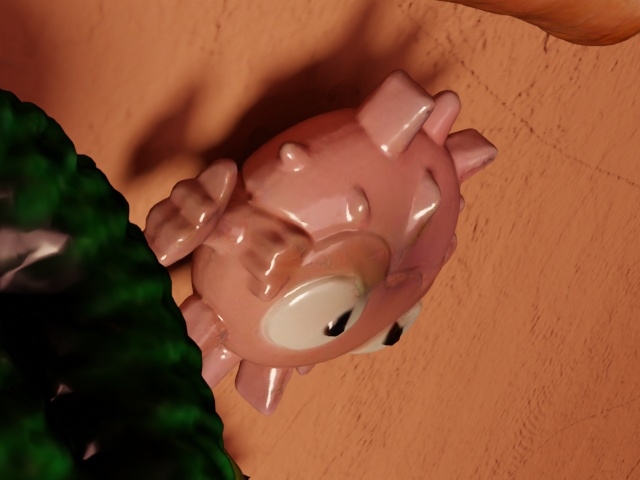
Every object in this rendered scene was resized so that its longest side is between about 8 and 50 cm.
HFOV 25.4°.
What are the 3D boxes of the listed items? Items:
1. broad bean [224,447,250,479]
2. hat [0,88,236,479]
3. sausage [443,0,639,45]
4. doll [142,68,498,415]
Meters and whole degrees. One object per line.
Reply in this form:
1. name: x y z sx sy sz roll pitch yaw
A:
1. broad bean: -0.113 0.113 0.759 0.077 0.061 0.339 -57 149 -8
2. hat: -0.209 0.107 0.504 0.332 0.274 0.242 -33 155 18
3. sausage: 0.058 -0.157 0.699 0.419 0.094 0.094 -2 107 -51
4. doll: 0.000 0.000 0.767 0.211 0.093 0.262 -54 151 12
